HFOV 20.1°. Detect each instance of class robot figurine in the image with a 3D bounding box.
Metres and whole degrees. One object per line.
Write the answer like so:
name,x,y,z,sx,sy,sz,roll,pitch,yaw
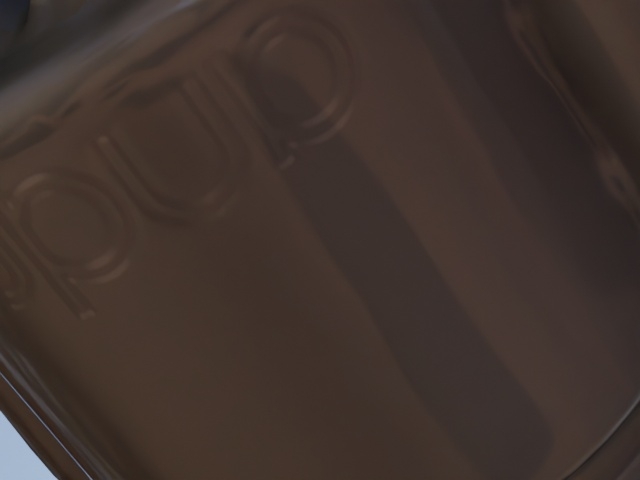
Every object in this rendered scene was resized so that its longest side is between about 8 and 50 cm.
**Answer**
robot figurine,0.000,0.000,0.549,0.300,0.200,0.353,-20,-62,37
